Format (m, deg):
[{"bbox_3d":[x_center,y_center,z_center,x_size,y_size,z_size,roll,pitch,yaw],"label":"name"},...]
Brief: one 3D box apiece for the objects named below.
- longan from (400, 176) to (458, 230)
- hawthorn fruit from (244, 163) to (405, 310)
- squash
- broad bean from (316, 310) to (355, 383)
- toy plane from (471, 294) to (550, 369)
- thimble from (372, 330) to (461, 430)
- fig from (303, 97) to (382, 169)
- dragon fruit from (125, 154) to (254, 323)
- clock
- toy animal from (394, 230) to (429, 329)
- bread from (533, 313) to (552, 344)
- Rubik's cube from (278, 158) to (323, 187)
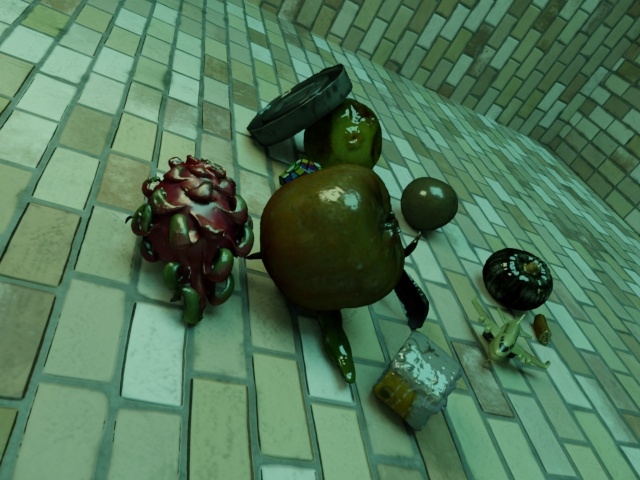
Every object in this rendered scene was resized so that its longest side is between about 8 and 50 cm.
[{"bbox_3d":[0.325,-0.108,1.543,0.187,0.167,0.167,-9,49,-46],"label":"longan"},{"bbox_3d":[0.000,0.000,0.977,0.301,0.267,0.267,-9,27,15],"label":"hawthorn fruit"},{"bbox_3d":[0.553,0.105,1.453,0.194,0.155,0.193,2,37,-1],"label":"squash"},{"bbox_3d":[0.022,0.158,1.005,0.060,0.043,0.297,28,28,-26],"label":"broad bean"},{"bbox_3d":[0.433,0.232,1.218,0.229,0.092,0.244,44,33,16],"label":"toy plane"},{"bbox_3d":[0.176,0.247,0.928,0.118,0.127,0.151,37,36,12],"label":"thimble"},{"bbox_3d":[0.060,-0.294,1.538,0.240,0.239,0.271,25,0,-11],"label":"fig"},{"bbox_3d":[-0.211,-0.018,0.902,0.219,0.198,0.272,5,40,-50],"label":"dragon fruit"},{"bbox_3d":[-0.060,-0.381,1.465,0.067,0.325,0.325,55,22,-24],"label":"clock"},{"bbox_3d":[0.143,0.034,1.148,0.273,0.197,0.160,27,20,-16],"label":"toy animal"},{"bbox_3d":[0.601,0.240,1.406,0.036,0.046,0.083,1,28,8],"label":"bread"},{"bbox_3d":[-0.042,-0.139,1.310,0.112,0.133,0.133,-17,51,-21],"label":"Rubik's cube"}]
